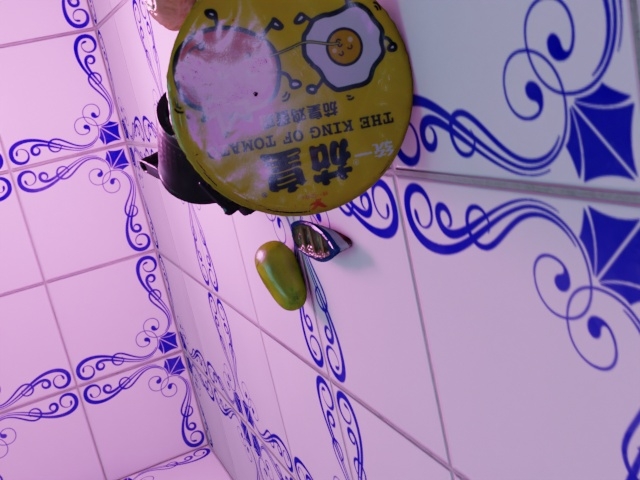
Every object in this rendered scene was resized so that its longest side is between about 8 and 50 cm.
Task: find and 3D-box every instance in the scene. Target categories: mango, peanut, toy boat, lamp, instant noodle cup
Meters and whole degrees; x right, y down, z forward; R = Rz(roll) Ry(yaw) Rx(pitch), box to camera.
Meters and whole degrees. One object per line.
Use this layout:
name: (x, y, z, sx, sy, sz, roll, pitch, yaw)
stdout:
mango: (-0.088, 0.079, 1.691, 0.163, 0.089, 0.117, 69, 160, 7)
peanut: (-0.337, -0.588, 1.752, 0.130, 0.130, 0.290, 64, 156, 22)
toy boat: (0.000, 0.000, 1.459, 0.229, 0.046, 0.080, 13, 117, 67)
lamp: (-0.270, -0.232, 1.741, 0.374, 0.205, 0.272, 32, 143, 36)
instant noodle cup: (-0.059, -0.205, 1.104, 0.254, 0.325, 0.325, -149, 44, -75)
